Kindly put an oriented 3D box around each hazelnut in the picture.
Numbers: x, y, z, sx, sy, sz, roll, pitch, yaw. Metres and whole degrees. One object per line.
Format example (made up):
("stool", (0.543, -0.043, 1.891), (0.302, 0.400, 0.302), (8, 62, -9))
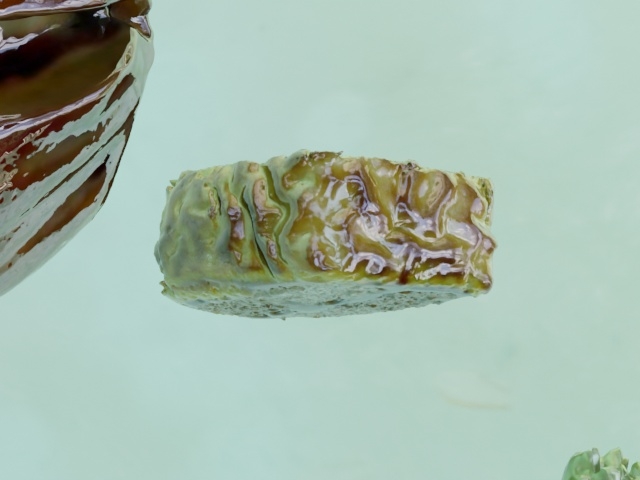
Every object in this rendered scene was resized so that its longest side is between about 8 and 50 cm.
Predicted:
("hazelnut", (-0.179, -0.080, 0.825), (0.217, 0.217, 0.252), (-14, 125, -31))

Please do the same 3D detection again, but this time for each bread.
("bread", (0.000, 0.000, 1.294), (0.181, 0.222, 0.096), (8, 79, -38))

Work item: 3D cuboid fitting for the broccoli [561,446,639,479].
("broccoli", (0.257, 0.305, 1.173), (0.280, 0.348, 0.293), (-17, 134, -24))
